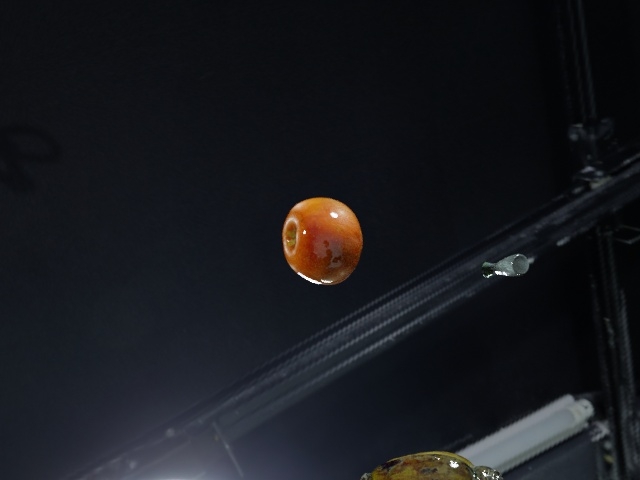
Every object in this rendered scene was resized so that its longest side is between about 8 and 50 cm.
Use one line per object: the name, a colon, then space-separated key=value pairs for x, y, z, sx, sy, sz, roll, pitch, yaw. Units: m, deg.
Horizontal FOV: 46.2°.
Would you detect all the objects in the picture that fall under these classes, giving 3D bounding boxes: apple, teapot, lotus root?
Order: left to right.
apple: x=0.000 y=0.000 z=1.398 sx=0.139 sy=0.163 sz=0.163 roll=11 pitch=-83 yaw=-35
lotus root: x=0.150 y=0.351 z=1.044 sx=0.209 sy=0.120 sz=0.120 roll=-10 pitch=-72 yaw=13
teapot: x=0.364 y=0.054 z=1.496 sx=0.042 sy=0.110 sz=0.043 roll=4 pitch=-100 yaw=-23
